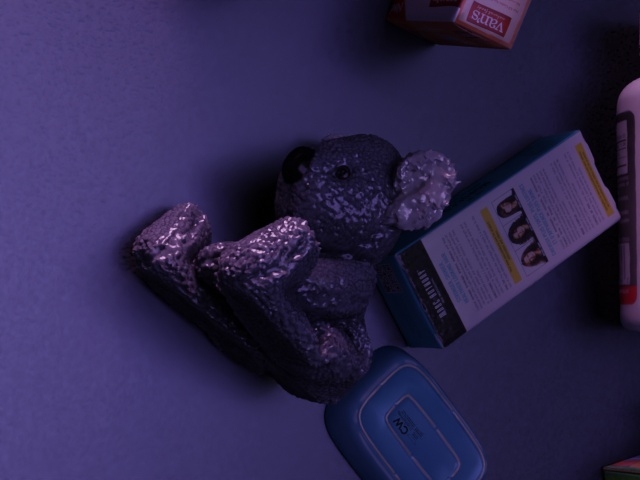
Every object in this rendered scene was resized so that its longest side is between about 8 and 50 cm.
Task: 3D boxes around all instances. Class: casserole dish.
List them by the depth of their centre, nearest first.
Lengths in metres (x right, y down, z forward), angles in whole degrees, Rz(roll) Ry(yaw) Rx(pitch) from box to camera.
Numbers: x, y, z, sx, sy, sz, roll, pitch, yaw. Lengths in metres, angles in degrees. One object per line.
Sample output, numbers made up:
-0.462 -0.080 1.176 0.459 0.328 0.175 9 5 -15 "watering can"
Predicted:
0.085 0.183 1.415 0.114 0.037 0.188 -44 107 -24 "casserole dish"

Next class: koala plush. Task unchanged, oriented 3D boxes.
0.000 0.000 1.303 0.203 0.196 0.221 48 66 -31 "koala plush"

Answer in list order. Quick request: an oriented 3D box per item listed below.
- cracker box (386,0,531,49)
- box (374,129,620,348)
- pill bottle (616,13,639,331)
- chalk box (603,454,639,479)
0.154 -0.289 1.381 0.067 0.156 0.232 21 90 -21 "cracker box"
0.165 -0.003 1.454 0.244 0.060 0.100 -33 103 -26 "box"
0.378 -0.070 1.509 0.176 0.176 0.318 1 87 -29 "pill bottle"
0.374 0.266 1.515 0.132 0.132 0.213 -13 93 -29 "chalk box"
